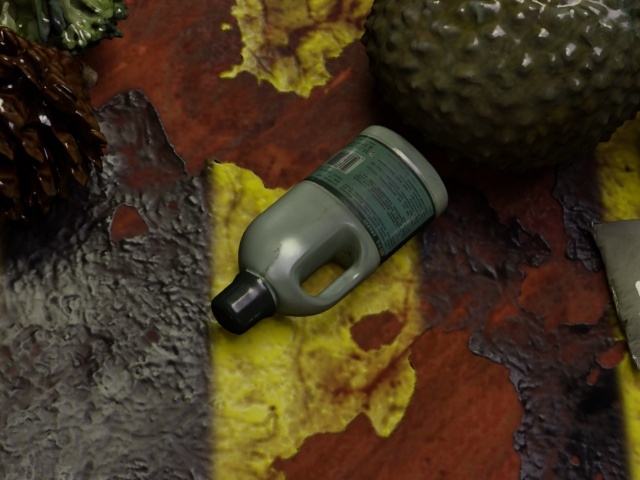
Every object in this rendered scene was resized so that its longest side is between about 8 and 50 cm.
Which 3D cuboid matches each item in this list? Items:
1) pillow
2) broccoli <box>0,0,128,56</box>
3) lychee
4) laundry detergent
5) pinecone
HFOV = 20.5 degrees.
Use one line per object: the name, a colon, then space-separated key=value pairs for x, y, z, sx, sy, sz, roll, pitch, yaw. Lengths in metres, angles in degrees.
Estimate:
pillow: x=0.359 y=0.038 z=1.554 sx=0.229 sy=0.050 sz=0.148 roll=-3 pitch=58 yaw=-16
broccoli: x=-0.299 y=-0.291 z=1.386 sx=0.221 sy=0.361 sz=0.252 roll=-45 pitch=62 yaw=-9
lychee: x=0.171 y=-0.183 z=1.507 sx=0.255 sy=0.274 sz=0.255 roll=-1 pitch=92 yaw=-27
laundry detergent: x=0.000 y=0.000 z=1.470 sx=0.225 sy=0.070 sz=0.099 roll=-40 pitch=85 yaw=-28
pinecone: x=-0.252 y=-0.086 z=1.411 sx=0.173 sy=0.173 sz=0.174 roll=6 pitch=63 yaw=-11
